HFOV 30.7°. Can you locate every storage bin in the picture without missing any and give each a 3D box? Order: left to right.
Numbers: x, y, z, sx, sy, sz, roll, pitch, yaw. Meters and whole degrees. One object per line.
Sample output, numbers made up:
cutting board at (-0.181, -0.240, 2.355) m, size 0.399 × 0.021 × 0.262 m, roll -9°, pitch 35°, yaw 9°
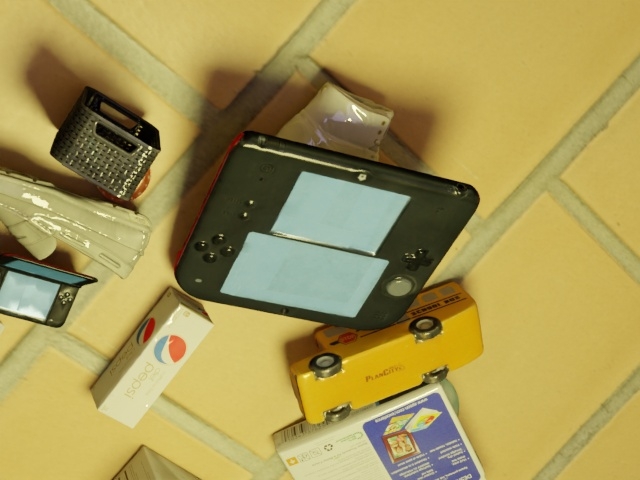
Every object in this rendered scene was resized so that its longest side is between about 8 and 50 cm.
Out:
storage bin at (-0.293, -0.135, 1.598) m, size 0.122 × 0.180 × 0.084 m, roll 31°, pitch 98°, yaw -16°

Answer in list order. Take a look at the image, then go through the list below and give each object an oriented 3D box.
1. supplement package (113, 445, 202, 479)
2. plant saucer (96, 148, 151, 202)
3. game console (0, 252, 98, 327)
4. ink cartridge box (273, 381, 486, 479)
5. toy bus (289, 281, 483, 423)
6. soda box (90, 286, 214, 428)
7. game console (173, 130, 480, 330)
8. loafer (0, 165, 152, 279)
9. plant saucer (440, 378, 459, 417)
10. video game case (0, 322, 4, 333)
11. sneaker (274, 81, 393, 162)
supplement package at (-0.280, 0.523, 1.900) m, size 0.199 × 0.198 × 0.262 m, roll 39°, pitch 95°, yaw -31°
plant saucer at (-0.292, -0.096, 1.721) m, size 0.084 × 0.013 × 0.083 m, roll -9°, pitch 116°, yaw -19°
game console at (-0.419, 0.075, 1.707) m, size 0.144 × 0.085 × 0.124 m, roll 19°, pitch 105°, yaw -27°
ink cartridge box at (0.118, 0.399, 2.048) m, size 0.304 × 0.072 × 0.307 m, roll -24°, pitch 124°, yaw 5°
toy bus at (0.106, 0.185, 1.941) m, size 0.333 × 0.130 × 0.108 m, roll -19°, pitch 120°, yaw -13°
soda box at (-0.265, 0.183, 1.828) m, size 0.074 × 0.069 × 0.216 m, roll 35°, pitch 97°, yaw -31°
game console at (0.000, 0.000, 1.754) m, size 0.387 × 0.060 × 0.342 m, roll 12°, pitch 139°, yaw -20°
loafer at (-0.392, -0.028, 1.652) m, size 0.320 × 0.112 × 0.111 m, roll 20°, pitch 89°, yaw -28°
plant saucer at (0.168, 0.327, 2.085) m, size 0.195 × 0.037 × 0.194 m, roll -8°, pitch 115°, yaw -18°
video game case at (-0.557, 0.149, 1.686) m, size 0.157 × 0.019 × 0.143 m, roll 38°, pitch 69°, yaw -33°
sneaker at (0.077, -0.119, 1.805) m, size 0.292 × 0.108 × 0.169 m, roll 38°, pitch 99°, yaw -30°
